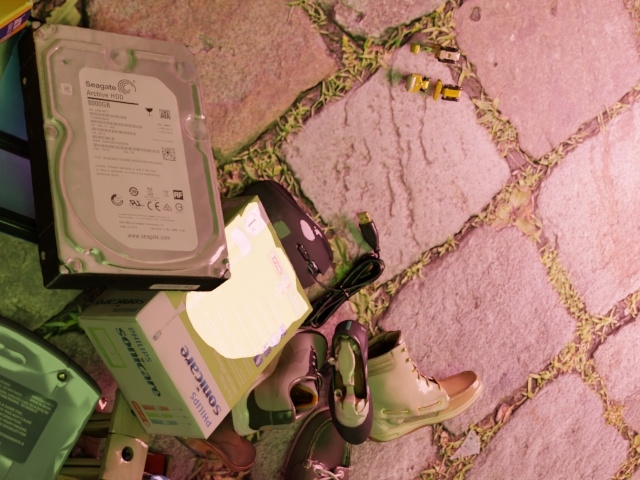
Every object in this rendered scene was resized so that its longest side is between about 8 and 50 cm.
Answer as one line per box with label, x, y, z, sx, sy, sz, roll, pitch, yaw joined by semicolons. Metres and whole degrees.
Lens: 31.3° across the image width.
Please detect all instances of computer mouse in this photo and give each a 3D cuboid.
computer mouse;0.000;0.000;1.722;0.184;0.060;0.262;-37;117;-12

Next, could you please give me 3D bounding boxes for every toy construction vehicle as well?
toy construction vehicle;0.175;-0.260;1.755;0.098;0.035;0.086;1;115;-24

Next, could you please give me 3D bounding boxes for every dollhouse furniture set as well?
dollhouse furniture set;-0.260;0.293;1.622;0.183;0.129;0.129;27;64;-40

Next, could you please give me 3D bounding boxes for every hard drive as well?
hard drive;-0.247;-0.104;1.442;0.237;0.064;0.339;4;65;-35

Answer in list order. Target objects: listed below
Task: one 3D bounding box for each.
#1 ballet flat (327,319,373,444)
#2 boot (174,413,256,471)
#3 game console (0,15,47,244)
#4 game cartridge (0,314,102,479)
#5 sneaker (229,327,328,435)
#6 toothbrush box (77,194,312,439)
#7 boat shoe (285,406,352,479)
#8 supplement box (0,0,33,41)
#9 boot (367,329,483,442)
ballet flat;0.043;0.224;1.759;0.074;0.074;0.203;-6;99;-25
boot;-0.129;0.272;1.687;0.106;0.082;0.219;-47;148;2
game console;-0.322;-0.125;1.470;0.293;0.250;0.173;21;121;-29
game cartridge;-0.455;0.198;1.522;0.297;0.062;0.198;30;88;-16
sneaker;-0.037;0.210;1.676;0.271;0.108;0.100;-43;131;-62
toothbrush box;-0.162;0.100;1.569;0.283;0.122;0.206;-50;125;-41
boat shoe;-0.012;0.435;1.818;0.112;0.095;0.335;16;97;-29
supplement box;-0.530;-0.235;1.292;0.356;0.194;0.195;-38;103;-12
boot;0.155;0.217;1.850;0.213;0.077;0.165;-21;112;-13
